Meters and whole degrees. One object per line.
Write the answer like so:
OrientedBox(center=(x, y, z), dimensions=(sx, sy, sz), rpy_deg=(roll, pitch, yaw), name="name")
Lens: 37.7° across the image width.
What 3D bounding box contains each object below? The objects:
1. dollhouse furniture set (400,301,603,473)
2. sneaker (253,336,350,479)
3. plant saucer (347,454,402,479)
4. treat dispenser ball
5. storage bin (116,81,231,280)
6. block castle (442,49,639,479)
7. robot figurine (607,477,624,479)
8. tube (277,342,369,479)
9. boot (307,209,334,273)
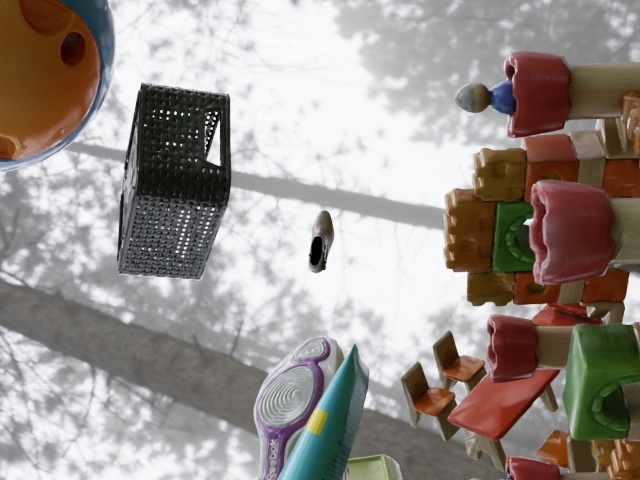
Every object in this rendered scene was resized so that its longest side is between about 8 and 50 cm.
OrientedBox(center=(0.271, 0.168, 1.224), dimensions=(0.259, 0.262, 0.135), rpy_deg=(-39, -54, -33), name="dollhouse furniture set")
OrientedBox(center=(-0.019, 0.281, 1.242), dimensions=(0.152, 0.114, 0.305), rpy_deg=(34, -117, -50), name="sneaker")
OrientedBox(center=(0.071, 0.482, 1.839), dimensions=(0.188, 0.188, 0.045), rpy_deg=(-100, 2, -72), name="plant saucer")
OrientedBox(center=(-0.369, -0.218, 1.024), dimensions=(0.288, 0.288, 0.288), rpy_deg=(-23, -61, -48), name="treat dispenser ball")
OrientedBox(center=(-0.143, -0.051, 0.892), dimensions=(0.084, 0.180, 0.122), rpy_deg=(5, -121, -16), name="storage bin")
OrientedBox(center=(0.237, 0.059, 0.946), dimensions=(0.303, 0.212, 0.453), rpy_deg=(-86, -7, -48), name="block castle")
OrientedBox(center=(0.331, 0.340, 0.822), dimensions=(0.085, 0.211, 0.291), rpy_deg=(-16, -105, -46), name="robot figurine")
OrientedBox(center=(-0.010, 0.176, 0.658), dimensions=(0.080, 0.052, 0.207), rpy_deg=(73, -140, -71), name="tube")
OrientedBox(center=(0.000, 0.000, 1.635), dimensions=(0.087, 0.042, 0.119), rpy_deg=(49, -137, -81), name="boot")
